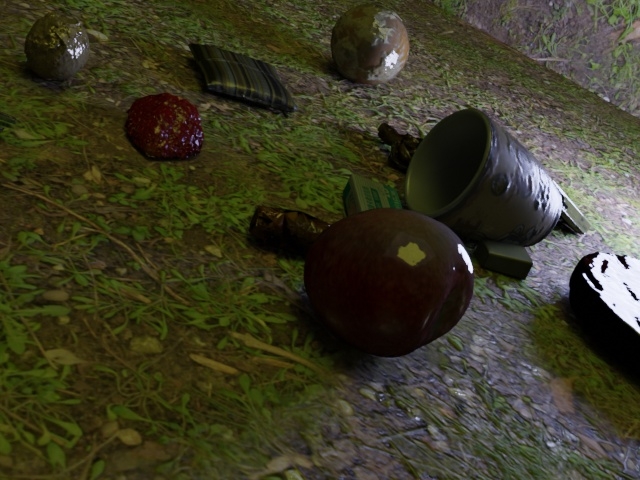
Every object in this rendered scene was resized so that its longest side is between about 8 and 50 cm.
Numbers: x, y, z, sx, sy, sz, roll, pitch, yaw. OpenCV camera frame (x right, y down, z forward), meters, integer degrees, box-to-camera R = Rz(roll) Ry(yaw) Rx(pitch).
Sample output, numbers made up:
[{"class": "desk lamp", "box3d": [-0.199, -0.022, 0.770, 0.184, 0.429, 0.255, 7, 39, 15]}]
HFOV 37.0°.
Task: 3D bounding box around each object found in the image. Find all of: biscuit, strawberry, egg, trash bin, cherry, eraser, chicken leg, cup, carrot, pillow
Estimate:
[{"class": "biscuit", "box3d": [0.634, 0.165, 1.735, 0.408, 0.091, 0.407, 18, 26, -9]}, {"class": "strawberry", "box3d": [-0.272, -0.201, 1.656, 0.147, 0.082, 0.187, 16, 31, -2]}, {"class": "egg", "box3d": [0.127, -0.486, 2.388, 0.203, 0.203, 0.245, 14, 27, -22]}, {"class": "trash bin", "box3d": [0.340, 0.033, 1.775, 0.092, 0.043, 0.061, 15, 28, -17]}, {"class": "cherry", "box3d": [0.089, 0.045, 1.346, 0.239, 0.206, 0.239, 15, 39, -12]}, {"class": "eraser", "box3d": [0.101, -0.039, 1.690, 0.096, 0.052, 0.225, 19, 26, -16]}, {"class": "chicken leg", "box3d": [0.186, -0.192, 2.040, 0.196, 0.080, 0.125, 31, 15, 30]}, {"class": "cup", "box3d": [0.310, -0.111, 1.853, 0.257, 0.227, 0.301, 29, 16, -31]}, {"class": "carrot", "box3d": [0.000, 0.001, 1.514, 0.229, 0.069, 0.069, 18, 26, -18]}, {"class": "egg", "box3d": [-0.468, -0.343, 1.692, 0.118, 0.116, 0.140, -8, 27, -3]}, {"class": "pillow", "box3d": [-0.168, -0.351, 2.042, 0.212, 0.052, 0.208, 10, 33, -27]}]

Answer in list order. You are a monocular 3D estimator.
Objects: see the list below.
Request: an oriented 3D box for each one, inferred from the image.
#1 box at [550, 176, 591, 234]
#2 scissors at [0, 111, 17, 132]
[{"class": "box", "box3d": [0.466, -0.120, 2.060, 0.211, 0.045, 0.270, 46, 9, 35]}, {"class": "scissors", "box3d": [-0.563, -0.213, 1.471, 0.187, 0.020, 0.133, 23, 21, -1]}]
